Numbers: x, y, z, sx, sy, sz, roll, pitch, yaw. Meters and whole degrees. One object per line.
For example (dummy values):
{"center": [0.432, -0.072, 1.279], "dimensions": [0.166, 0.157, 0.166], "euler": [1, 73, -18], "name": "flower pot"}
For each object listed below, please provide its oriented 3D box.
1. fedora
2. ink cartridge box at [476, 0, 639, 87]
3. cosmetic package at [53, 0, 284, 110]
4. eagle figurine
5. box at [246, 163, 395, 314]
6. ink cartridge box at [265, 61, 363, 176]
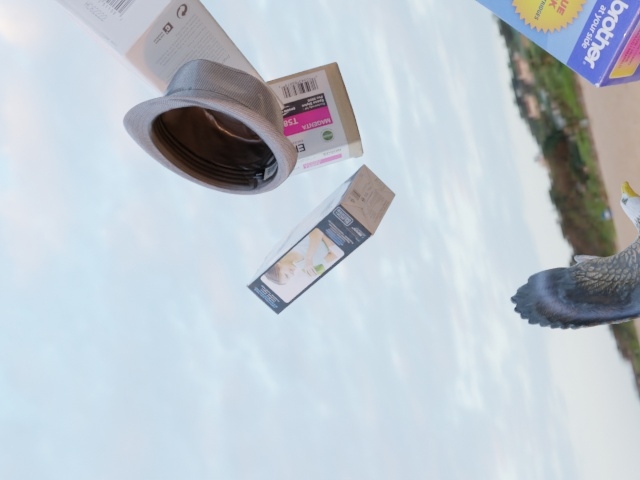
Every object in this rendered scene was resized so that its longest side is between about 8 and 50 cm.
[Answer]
{"center": [-0.153, -0.185, 1.581], "dimensions": [0.275, 0.244, 0.124], "euler": [35, -126, -36], "name": "fedora"}
{"center": [0.313, -0.358, 1.178], "dimensions": [0.151, 0.270, 0.395], "euler": [-17, -131, -43], "name": "ink cartridge box"}
{"center": [-0.265, -0.339, 1.880], "dimensions": [0.230, 0.161, 0.453], "euler": [40, 178, 27], "name": "cosmetic package"}
{"center": [0.426, 0.025, 1.339], "dimensions": [0.226, 0.298, 0.225], "euler": [29, -145, -12], "name": "eagle figurine"}
{"center": [0.000, 0.000, 1.975], "dimensions": [0.087, 0.290, 0.169], "euler": [44, -146, -8], "name": "box"}
{"center": [-0.048, -0.243, 2.154], "dimensions": [0.088, 0.235, 0.193], "euler": [78, 174, -72], "name": "ink cartridge box"}
